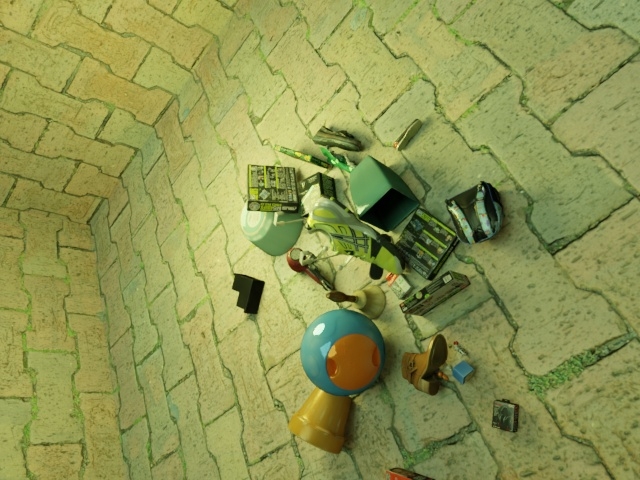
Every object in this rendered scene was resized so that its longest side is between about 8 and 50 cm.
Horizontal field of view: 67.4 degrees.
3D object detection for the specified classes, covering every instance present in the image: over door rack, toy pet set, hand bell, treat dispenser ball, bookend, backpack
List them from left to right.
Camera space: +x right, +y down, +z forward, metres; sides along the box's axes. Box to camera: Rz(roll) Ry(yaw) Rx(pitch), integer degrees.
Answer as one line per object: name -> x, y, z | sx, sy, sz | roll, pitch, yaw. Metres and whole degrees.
bookend -> -0.347, 0.243, 2.211 | 0.156, 0.072, 0.157 | 12, 88, 45
over door rack -> 0.000, 0.000, 1.782 | 0.239, 0.324, 0.108 | 53, 132, 37
treat dispenser ball -> 0.076, 0.376, 1.625 | 0.288, 0.288, 0.288 | -13, 70, 41
hand bell -> 0.106, 0.201, 1.673 | 0.126, 0.242, 0.126 | -14, 69, 41
toy pet set -> 0.405, 0.386, 1.465 | 0.114, 0.065, 0.122 | 42, 109, 41
backpack -> 0.486, -0.071, 1.471 | 0.158, 0.117, 0.173 | -30, 59, 34

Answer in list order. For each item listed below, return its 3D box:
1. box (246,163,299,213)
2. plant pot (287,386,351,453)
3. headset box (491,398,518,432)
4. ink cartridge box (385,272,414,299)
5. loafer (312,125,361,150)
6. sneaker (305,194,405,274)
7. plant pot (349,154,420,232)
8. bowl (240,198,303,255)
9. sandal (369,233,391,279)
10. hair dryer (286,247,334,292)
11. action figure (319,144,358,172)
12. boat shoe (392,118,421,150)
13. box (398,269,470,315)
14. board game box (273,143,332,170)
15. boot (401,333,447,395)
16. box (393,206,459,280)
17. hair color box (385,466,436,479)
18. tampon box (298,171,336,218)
box -> -0.208, -0.224, 2.055 | 0.270, 0.216, 0.060 | -101, 16, -48
plant pot -> 0.015, 0.616, 1.699 | 0.205, 0.205, 0.188 | 15, 74, 45
headset box -> 0.521, 0.489, 1.351 | 0.062, 0.032, 0.083 | 1, 81, 44
ink cartridge box -> 0.270, 0.147, 1.680 | 0.063, 0.029, 0.115 | -53, 50, 20
loafer -> 0.070, -0.430, 1.981 | 0.267, 0.096, 0.084 | 21, 88, 46
sneaker -> 0.117, 0.009, 1.654 | 0.384, 0.145, 0.147 | 36, 81, 3
plant pot -> 0.210, -0.187, 1.738 | 0.166, 0.165, 0.234 | -44, 46, 27
bowl -> -0.239, -0.095, 2.136 | 0.311, 0.163, 0.311 | -14, 69, 40
sandal -> 0.210, 0.059, 1.740 | 0.067, 0.040, 0.179 | 13, 74, 7
hair dryer -> -0.054, 0.126, 1.905 | 0.080, 0.223, 0.293 | -36, 22, -14
action figure -> 0.105, -0.305, 1.912 | 0.232, 0.137, 0.063 | 39, 94, 33
boat shoe -> 0.317, -0.394, 1.768 | 0.137, 0.049, 0.043 | -53, 47, 26
box -> 0.363, 0.172, 1.527 | 0.207, 0.114, 0.036 | -41, 54, 28
board game box -> -0.078, -0.361, 2.071 | 0.259, 0.136, 0.030 | 27, 100, 45
boot -> 0.320, 0.376, 1.524 | 0.152, 0.073, 0.197 | 14, 91, 64
box -> 0.354, 0.010, 1.627 | 0.190, 0.045, 0.184 | 43, 107, 42
hair color box -> 0.277, 0.748, 1.486 | 0.141, 0.072, 0.043 | -3, 78, 42
tampon box -> -0.009, -0.179, 1.980 | 0.120, 0.101, 0.161 | -21, 64, 38
